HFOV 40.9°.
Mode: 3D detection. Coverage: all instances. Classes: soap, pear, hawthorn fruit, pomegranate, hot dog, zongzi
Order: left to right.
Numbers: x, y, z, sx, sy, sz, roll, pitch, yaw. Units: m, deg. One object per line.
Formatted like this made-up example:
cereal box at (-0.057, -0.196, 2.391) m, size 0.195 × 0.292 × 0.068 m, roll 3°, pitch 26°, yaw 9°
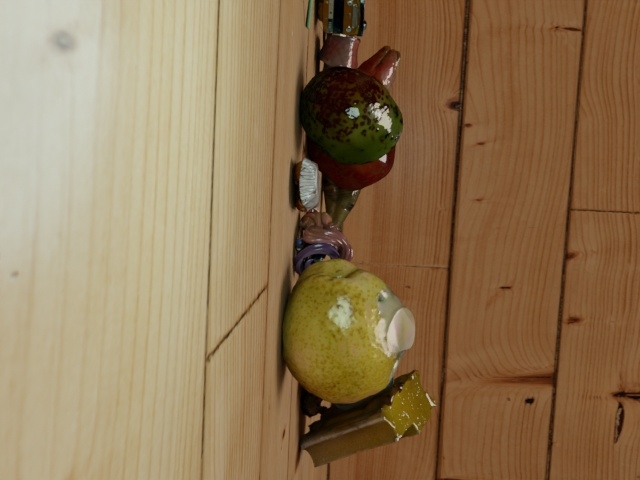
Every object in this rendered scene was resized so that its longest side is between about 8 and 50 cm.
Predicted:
hot dog at (-0.027, -0.104, 1.656) m, size 0.192 × 0.053 × 0.099 m, roll 75°, pitch 19°, yaw -87°
pear at (0.038, 0.168, 1.629) m, size 0.271 × 0.271 × 0.271 m, roll 3°, pitch 90°, yaw -86°
zongzi at (0.061, -0.174, 2.560) m, size 0.260 × 0.122 × 0.289 m, roll -85°, pitch -173°, yaw -66°
hawthorn fruit at (0.060, -0.229, 1.912) m, size 0.248 × 0.208 × 0.208 m, roll 32°, pitch 58°, yaw -59°
pomegranate at (0.078, -0.274, 1.681) m, size 0.248 × 0.214 × 0.214 m, roll -55°, pitch 177°, yaw 3°
soap at (0.120, 0.462, 2.207) m, size 0.259 × 0.281 × 0.143 m, roll -29°, pitch 94°, yaw -57°

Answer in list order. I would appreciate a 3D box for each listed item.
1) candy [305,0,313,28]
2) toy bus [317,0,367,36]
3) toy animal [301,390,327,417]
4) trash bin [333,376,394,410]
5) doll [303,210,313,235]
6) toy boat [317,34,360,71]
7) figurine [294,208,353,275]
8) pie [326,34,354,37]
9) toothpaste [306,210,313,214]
candy at (-0.014, -0.467, 1.619) m, size 0.058 × 0.062 × 0.194 m, roll 48°, pitch -24°, yaw 17°
toy bus at (0.051, -0.544, 1.969) m, size 0.201 × 0.114 × 0.098 m, roll -91°, pitch -178°, yaw -59°
toy animal at (-0.016, 0.414, 2.209) m, size 0.220 × 0.069 × 0.086 m, roll 68°, pitch 43°, yaw -72°
trash bin at (0.070, 0.293, 2.186) m, size 0.223 × 0.158 × 0.343 m, roll 64°, pitch -1°, yaw 7°
doll at (-0.017, 0.022, 1.896) m, size 0.109 × 0.057 × 0.169 m, roll 20°, pitch -82°, yaw 66°
toy boat at (0.021, -0.350, 2.060) m, size 0.206 × 0.096 × 0.282 m, roll -137°, pitch -121°, yaw -76°
figurine at (0.005, -0.002, 1.772) m, size 0.114 × 0.126 × 0.157 m, roll -40°, pitch -144°, yaw 49°
pie at (0.054, -0.632, 2.302) m, size 0.337 × 0.075 × 0.338 m, roll -2°, pitch 90°, yaw -84°
toothpaste at (-0.022, -0.070, 1.986) m, size 0.037 × 0.021 × 0.140 m, roll 49°, pitch 42°, yaw -84°
